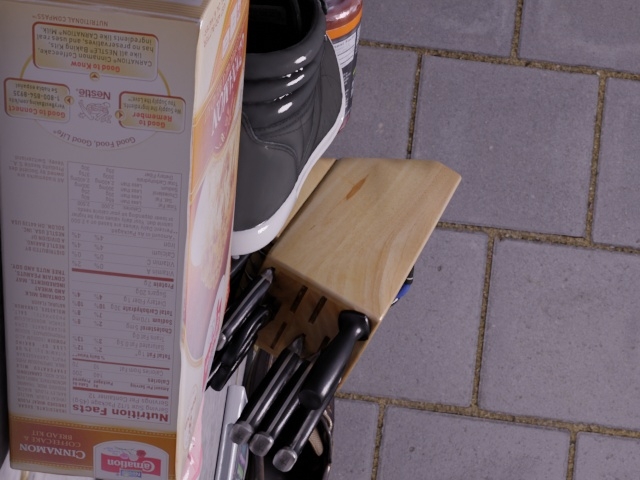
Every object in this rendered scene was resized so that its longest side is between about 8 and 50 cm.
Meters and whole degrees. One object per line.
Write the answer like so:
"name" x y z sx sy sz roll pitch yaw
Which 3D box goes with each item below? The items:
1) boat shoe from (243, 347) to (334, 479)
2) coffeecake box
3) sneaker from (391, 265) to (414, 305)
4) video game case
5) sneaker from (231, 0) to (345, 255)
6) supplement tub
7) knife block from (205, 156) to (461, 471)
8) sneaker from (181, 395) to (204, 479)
"boat shoe" -0.029 0.258 1.537 0.130 0.132 0.355 134 -35 -57
"coffeecake box" -0.071 -0.024 0.453 0.142 0.068 0.185 -82 179 -60
"sneaker" 0.000 0.000 1.133 0.315 0.182 0.127 -78 176 -73
"video game case" -0.107 0.277 1.411 0.190 0.022 0.173 93 4 -71
"sneaker" -0.030 -0.129 0.781 0.296 0.104 0.147 -74 177 -54
"supplement tub" -0.015 -0.195 1.118 0.198 0.106 0.106 95 2 -46
"knife block" 0.017 0.049 0.884 0.088 0.275 0.242 -61 -138 40
"sneaker" -0.089 0.084 0.663 0.134 0.051 0.070 -87 -179 -55
